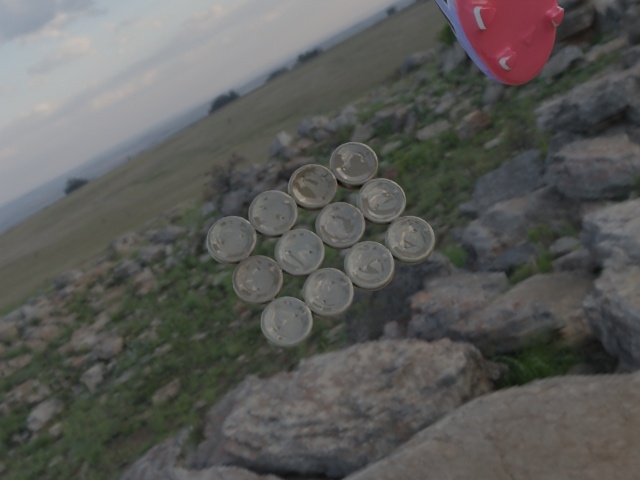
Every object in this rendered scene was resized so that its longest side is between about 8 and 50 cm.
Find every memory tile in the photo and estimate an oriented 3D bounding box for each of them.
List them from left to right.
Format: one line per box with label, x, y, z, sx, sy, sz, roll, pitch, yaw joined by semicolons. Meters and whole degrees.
memory tile;0.000;0.000;0.653;0.148;0.113;0.012;-33;-17;-13

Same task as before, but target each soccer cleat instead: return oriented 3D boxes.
soccer cleat;0.074;-0.206;0.566;0.083;0.248;0.095;-45;32;-8
